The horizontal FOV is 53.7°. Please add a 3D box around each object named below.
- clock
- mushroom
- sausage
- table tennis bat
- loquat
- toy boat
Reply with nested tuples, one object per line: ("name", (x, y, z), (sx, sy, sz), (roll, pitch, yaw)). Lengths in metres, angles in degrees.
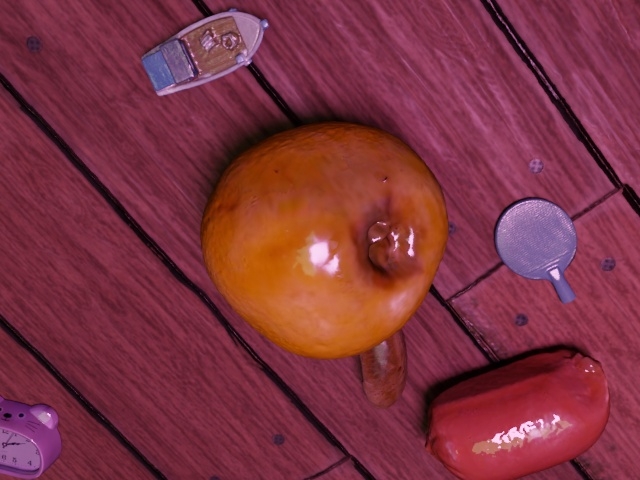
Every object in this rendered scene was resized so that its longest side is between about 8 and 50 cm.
("clock", (-0.483, 0.301, 0.976), (0.153, 0.050, 0.110), (14, 109, 1))
("mushroom", (0.078, 0.145, 0.852), (0.072, 0.094, 0.209), (-12, 103, 13))
("sausage", (0.259, 0.239, 0.837), (0.255, 0.148, 0.148), (-18, 106, 10))
("table tennis bat", (0.290, 0.016, 0.823), (0.100, 0.019, 0.155), (-31, 102, 14))
("loquat", (0.000, 0.000, 0.722), (0.275, 0.275, 0.274), (2, 109, 5))
("toy boat", (-0.138, -0.226, 0.758), (0.173, 0.059, 0.069), (-19, 106, 11))
